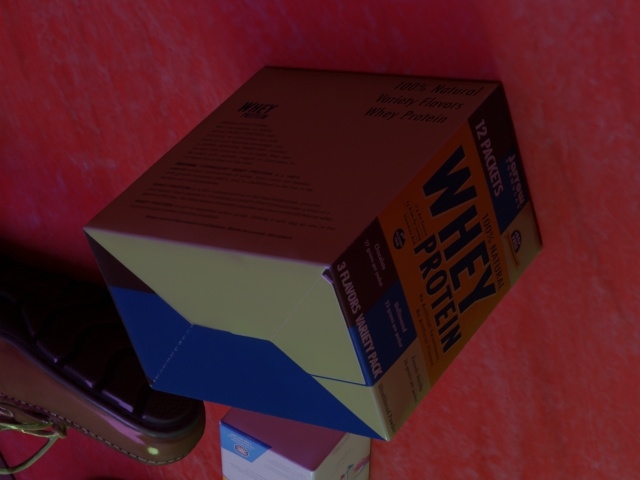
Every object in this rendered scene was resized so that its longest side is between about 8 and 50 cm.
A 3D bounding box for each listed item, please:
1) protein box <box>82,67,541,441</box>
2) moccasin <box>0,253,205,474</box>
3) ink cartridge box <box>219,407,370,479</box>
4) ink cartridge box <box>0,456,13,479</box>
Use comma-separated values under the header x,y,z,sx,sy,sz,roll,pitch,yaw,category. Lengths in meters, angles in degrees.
x,y,z,sx,sy,sz,roll,pitch,yaw,category
0.000,0.000,1.058,0.200,0.201,0.136,8,130,37,protein box
-0.256,0.110,1.419,0.380,0.139,0.147,18,118,28,moccasin
-0.019,0.186,1.340,0.092,0.090,0.143,25,139,22,ink cartridge box
-0.451,0.223,1.757,0.208,0.087,0.153,4,128,38,ink cartridge box
